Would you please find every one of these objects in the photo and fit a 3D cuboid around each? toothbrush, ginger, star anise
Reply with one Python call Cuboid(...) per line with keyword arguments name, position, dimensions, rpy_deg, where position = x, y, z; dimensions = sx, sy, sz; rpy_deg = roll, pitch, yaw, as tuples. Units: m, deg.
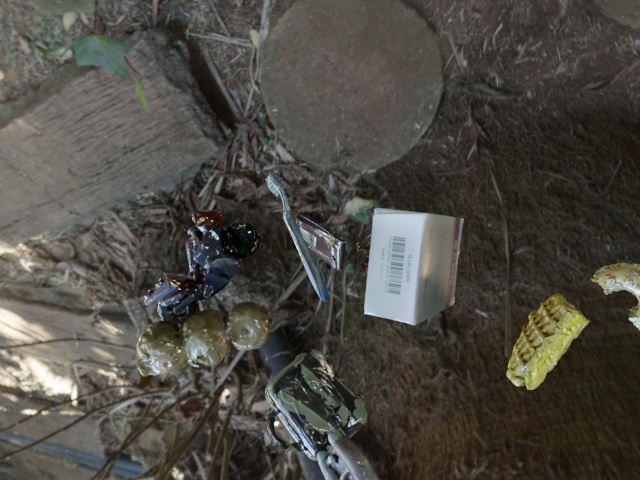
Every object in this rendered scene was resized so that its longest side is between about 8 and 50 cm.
Cuboid(name="toothbrush", position=(-0.062, -0.021, 1.223), dimensions=(0.035, 0.413, 0.042), rpy_deg=(6, 137, -40))
Cuboid(name="ginger", position=(-0.174, 0.144, 0.738), dimensions=(0.204, 0.104, 0.080), rpy_deg=(-12, 113, -6))
Cuboid(name="star anise", position=(0.174, 0.039, 1.459), dimensions=(0.057, 0.168, 0.168), rpy_deg=(21, 140, 53))

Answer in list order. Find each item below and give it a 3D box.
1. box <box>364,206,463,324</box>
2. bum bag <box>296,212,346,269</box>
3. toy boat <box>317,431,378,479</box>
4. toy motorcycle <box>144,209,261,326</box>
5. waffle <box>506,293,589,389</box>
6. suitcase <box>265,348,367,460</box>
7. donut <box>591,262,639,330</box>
Cuboid(name="box", position=(0.199, 0.043, 0.985), dimensions=(0.106, 0.299, 0.200), rpy_deg=(8, 94, 29))
Cuboid(name="bum bag", position=(0.000, 0.000, 1.249), dimensions=(0.159, 0.026, 0.109), rpy_deg=(34, 142, 26))
Cuboid(name="toy boat", position=(0.070, 0.671, 1.387), dimensions=(0.227, 0.085, 0.155), rpy_deg=(43, 113, 37))
Cuboid(name="toy motorcycle", position=(-0.198, 0.038, 0.781), dimensions=(0.122, 0.082, 0.213), rpy_deg=(44, 86, -22))
Cuboid(name="waffle", position=(0.514, 0.231, 1.141), dimensions=(0.057, 0.219, 0.229), rpy_deg=(33, 105, 9))
Cuboid(name="suitcase", position=(-0.043, 0.621, 1.791), dimensions=(0.351, 0.339, 0.194), rpy_deg=(50, 161, 11))
Cuboid(name="donut", position=(0.688, 0.118, 1.055), dimensions=(0.166, 0.065, 0.108), rpy_deg=(58, 136, 16))
